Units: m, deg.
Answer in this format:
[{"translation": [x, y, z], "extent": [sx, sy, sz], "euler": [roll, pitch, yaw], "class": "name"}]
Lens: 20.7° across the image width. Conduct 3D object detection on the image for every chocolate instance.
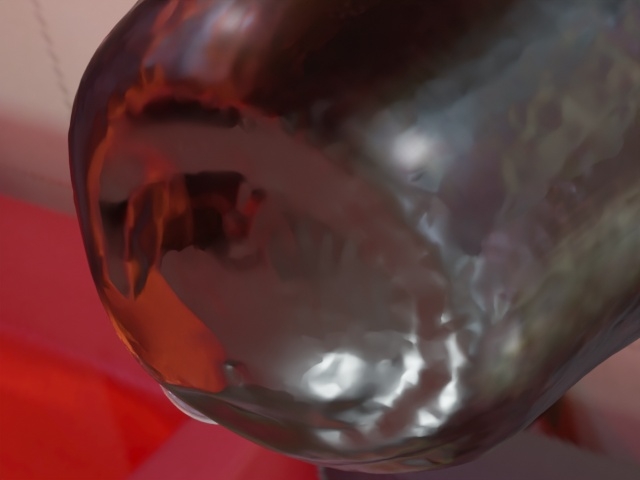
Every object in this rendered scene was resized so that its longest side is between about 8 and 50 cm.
[{"translation": [0.031, -0.058, 0.948], "extent": [0.383, 0.331, 0.384], "euler": [34, 142, 32], "class": "chocolate"}]

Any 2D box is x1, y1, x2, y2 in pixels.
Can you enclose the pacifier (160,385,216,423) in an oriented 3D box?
[{"translation": [-0.097, 0.009, 1.487], "extent": [0.227, 0.279, 0.207], "euler": [21, -179, 39], "class": "pacifier"}]
